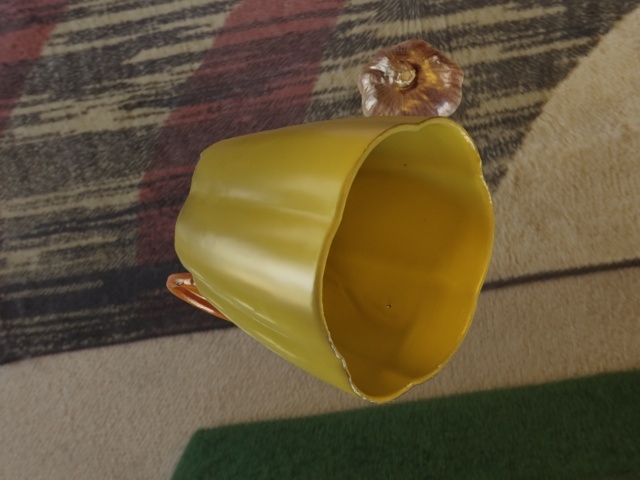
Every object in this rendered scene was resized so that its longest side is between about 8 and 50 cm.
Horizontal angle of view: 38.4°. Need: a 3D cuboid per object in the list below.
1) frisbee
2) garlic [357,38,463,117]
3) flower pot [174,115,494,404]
[{"bbox_3d":[-0.054,0.062,0.887,0.192,0.192,0.035,20,76,0],"label":"frisbee"},{"bbox_3d":[0.132,-0.228,1.373,0.159,0.102,0.147,5,92,10],"label":"garlic"},{"bbox_3d":[0.000,0.000,0.660,0.179,0.195,0.195,12,110,40],"label":"flower pot"}]
